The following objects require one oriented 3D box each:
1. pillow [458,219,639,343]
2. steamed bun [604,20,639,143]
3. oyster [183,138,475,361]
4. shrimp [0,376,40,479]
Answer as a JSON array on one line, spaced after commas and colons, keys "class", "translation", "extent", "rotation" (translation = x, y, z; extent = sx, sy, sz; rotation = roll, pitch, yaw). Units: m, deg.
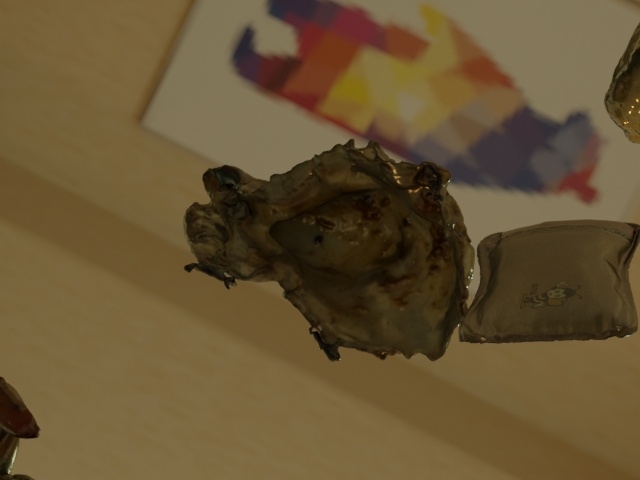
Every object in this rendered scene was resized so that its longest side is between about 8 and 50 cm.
[{"class": "pillow", "translation": [0.172, 0.029, 1.476], "extent": [0.233, 0.130, 0.038], "rotation": [-62, 148, -67]}, {"class": "steamed bun", "translation": [0.237, -0.133, 1.031], "extent": [0.192, 0.106, 0.177], "rotation": [-63, 180, -36]}, {"class": "oyster", "translation": [0.001, 0.008, 1.808], "extent": [0.133, 0.337, 0.198], "rotation": [8, 87, -55]}, {"class": "shrimp", "translation": [-0.174, 0.131, 1.168], "extent": [0.162, 0.045, 0.095], "rotation": [5, -99, 57]}]
